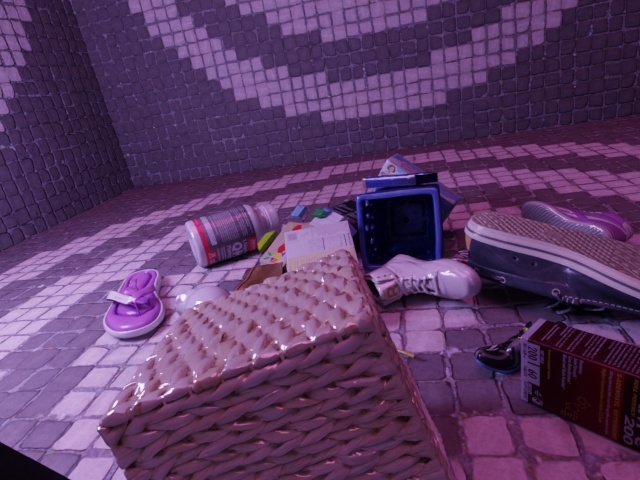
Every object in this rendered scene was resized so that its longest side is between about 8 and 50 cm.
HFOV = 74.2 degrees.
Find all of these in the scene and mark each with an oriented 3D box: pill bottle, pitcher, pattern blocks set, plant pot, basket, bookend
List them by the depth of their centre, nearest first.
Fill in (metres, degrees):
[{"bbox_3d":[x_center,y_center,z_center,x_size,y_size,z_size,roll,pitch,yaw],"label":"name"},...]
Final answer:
[{"bbox_3d":[-0.038,0.207,0.572,0.329,0.266,0.331,-22,11,4],"label":"basket"},{"bbox_3d":[-0.453,0.404,0.624,0.157,0.156,0.072,34,22,-7],"label":"bookend"},{"bbox_3d":[-0.271,0.171,1.110,0.178,0.125,0.207,-13,8,-29],"label":"pitcher"},{"bbox_3d":[0.251,-0.051,1.272,0.236,0.235,0.212,-2,15,20],"label":"plant pot"},{"bbox_3d":[-0.107,0.021,1.329,0.324,0.026,0.285,-50,34,-12],"label":"pattern blocks set"},{"bbox_3d":[-0.315,-0.031,1.554,0.319,0.176,0.176,-20,23,-21],"label":"pill bottle"}]

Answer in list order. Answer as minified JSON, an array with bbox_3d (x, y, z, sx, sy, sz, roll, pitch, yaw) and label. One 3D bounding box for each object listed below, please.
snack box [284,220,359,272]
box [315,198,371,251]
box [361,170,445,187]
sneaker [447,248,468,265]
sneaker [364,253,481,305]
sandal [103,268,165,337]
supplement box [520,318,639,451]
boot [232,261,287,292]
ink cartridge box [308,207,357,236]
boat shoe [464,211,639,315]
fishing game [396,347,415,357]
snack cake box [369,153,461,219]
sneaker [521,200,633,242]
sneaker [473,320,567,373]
[{"bbox_3d":[0.010,0.086,1.099,0.187,0.060,0.321,-11,44,1],"label":"snack box"},{"bbox_3d":[0.124,-0.060,1.519,0.185,0.103,0.261,-22,24,-18],"label":"box"},{"bbox_3d":[0.256,-0.185,1.284,0.225,0.036,0.137,2,11,43],"label":"box"},{"bbox_3d":[0.378,0.061,1.143,0.171,0.063,0.075,-11,21,-13],"label":"sneaker"},{"bbox_3d":[0.228,0.115,1.035,0.169,0.108,0.293,-25,15,-29],"label":"sneaker"},{"bbox_3d":[-0.570,0.164,1.279,0.170,0.102,0.416,-17,22,-16],"label":"sandal"},{"bbox_3d":[0.427,0.218,0.621,0.073,0.130,0.240,-26,24,-34],"label":"supplement box"},{"bbox_3d":[-0.146,0.140,1.088,0.115,0.112,0.305,-20,24,10],"label":"boot"},{"bbox_3d":[0.000,0.000,1.340,0.190,0.082,0.140,-49,29,-4],"label":"ink cartridge box"},{"bbox_3d":[0.547,0.077,0.907,0.501,0.155,0.187,22,31,36],"label":"boat shoe"},{"bbox_3d":[0.060,0.263,0.810,0.264,0.041,0.189,-25,23,-33],"label":"fishing game"},{"bbox_3d":[0.314,-0.153,1.427,0.264,0.152,0.089,38,41,16],"label":"snack cake box"},{"bbox_3d":[0.736,-0.050,1.220,0.161,0.102,0.282,-16,32,-23],"label":"sneaker"},{"bbox_3d":[0.372,0.191,0.787,0.188,0.078,0.067,-13,21,-4],"label":"sneaker"}]
